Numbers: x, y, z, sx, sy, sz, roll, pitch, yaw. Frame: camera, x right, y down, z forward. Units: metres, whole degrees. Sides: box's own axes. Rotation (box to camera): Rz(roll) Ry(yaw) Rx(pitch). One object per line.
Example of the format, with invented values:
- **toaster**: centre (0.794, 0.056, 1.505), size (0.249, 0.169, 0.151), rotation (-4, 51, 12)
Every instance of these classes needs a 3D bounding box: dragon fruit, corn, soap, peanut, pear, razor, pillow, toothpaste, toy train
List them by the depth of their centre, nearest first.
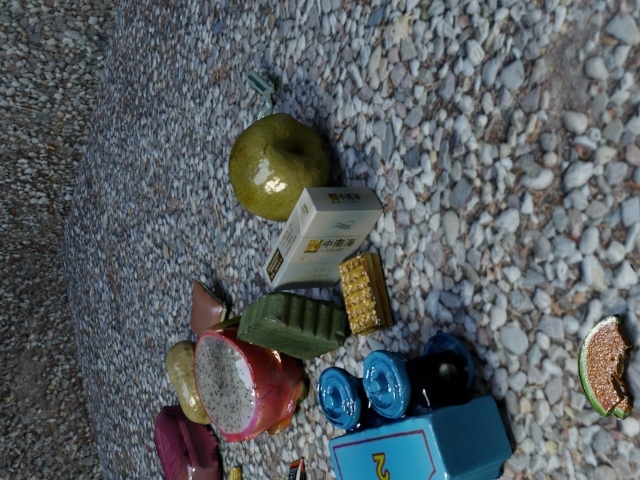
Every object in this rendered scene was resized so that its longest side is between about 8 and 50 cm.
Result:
- **toy train**: centre (0.137, 0.305, 1.130), size (0.300, 0.188, 0.265), rotation (-36, 67, 52)
- **pear**: centre (-0.091, -0.141, 1.452), size (0.211, 0.188, 0.229), rotation (-47, 56, 46)
- **toothpaste**: centre (-0.059, 0.593, 1.567), size (0.071, 0.045, 0.194), rotation (-47, 33, 49)
- **dragon fruit**: centre (-0.150, 0.318, 1.604), size (0.290, 0.189, 0.291), rotation (17, 112, 50)
- **razor**: centre (-0.151, -0.260, 1.683), size (0.111, 0.056, 0.278), rotation (50, 139, 47)
- **corn**: centre (-0.231, 0.657, 1.882), size (0.037, 0.037, 0.092), rotation (16, 102, 57)
- **pillow**: centre (-0.313, 0.216, 1.944), size (0.171, 0.075, 0.179), rotation (39, 127, 44)
- **peanut**: centre (-0.370, 0.412, 2.014), size (0.253, 0.122, 0.137), rotation (60, 149, 30)
- **soap**: centre (-0.394, 0.639, 2.061), size (0.325, 0.127, 0.220), rotation (53, 137, 41)

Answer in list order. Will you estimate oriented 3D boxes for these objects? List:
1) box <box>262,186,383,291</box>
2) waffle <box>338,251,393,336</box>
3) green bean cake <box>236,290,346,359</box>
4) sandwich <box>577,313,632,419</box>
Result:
- **box**: centre (0.000, 0.000, 1.351), size (0.067, 0.155, 0.243), rotation (63, 142, 31)
- **waffle**: centre (0.085, 0.103, 1.325), size (0.102, 0.042, 0.148), rotation (-33, 64, 56)
- **green bean cake**: centre (-0.061, 0.174, 1.428), size (0.183, 0.185, 0.094), rotation (-33, 46, 57)
- **sandwich**: centre (0.366, 0.158, 0.888), size (0.067, 0.029, 0.135), rotation (9, 99, 52)
